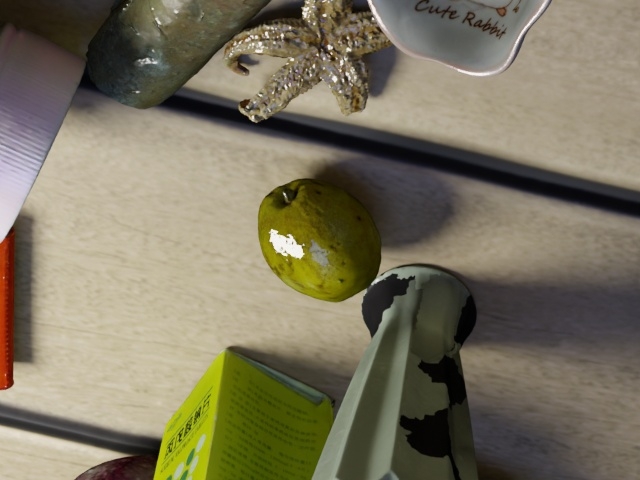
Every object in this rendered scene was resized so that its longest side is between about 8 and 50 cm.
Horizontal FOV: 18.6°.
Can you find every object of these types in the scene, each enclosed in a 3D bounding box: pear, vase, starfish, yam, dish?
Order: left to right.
[{"bbox_3d":[-0.109,-0.207,1.680,0.106,0.106,0.259,33,144,-17],"label":"yam"},{"bbox_3d":[0.000,0.000,1.824,0.107,0.107,0.131,-24,129,24],"label":"pear"},{"bbox_3d":[0.012,-0.167,1.725,0.210,0.053,0.150,-9,130,13],"label":"starfish"},{"bbox_3d":[0.076,0.178,1.788,0.165,0.360,0.165,4,127,5],"label":"vase"},{"bbox_3d":[0.122,-0.250,1.603,0.229,0.081,0.229,27,130,37],"label":"dish"}]

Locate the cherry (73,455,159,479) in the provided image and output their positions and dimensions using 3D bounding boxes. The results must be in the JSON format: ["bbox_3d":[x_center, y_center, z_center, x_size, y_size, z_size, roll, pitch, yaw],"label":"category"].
[{"bbox_3d":[-0.206,0.324,2.057,0.195,0.195,0.195,4,128,5],"label":"cherry"}]

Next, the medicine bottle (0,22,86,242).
[{"bbox_3d":[-0.412,-0.156,1.692,0.379,0.213,0.213,26,127,-11],"label":"medicine bottle"}]

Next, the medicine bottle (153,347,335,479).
[{"bbox_3d":[-0.084,0.249,1.941,0.141,0.250,0.137,25,125,-14],"label":"medicine bottle"}]

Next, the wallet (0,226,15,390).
[{"bbox_3d":[-0.375,0.057,1.960,0.142,0.045,0.204,10,128,3],"label":"wallet"}]
